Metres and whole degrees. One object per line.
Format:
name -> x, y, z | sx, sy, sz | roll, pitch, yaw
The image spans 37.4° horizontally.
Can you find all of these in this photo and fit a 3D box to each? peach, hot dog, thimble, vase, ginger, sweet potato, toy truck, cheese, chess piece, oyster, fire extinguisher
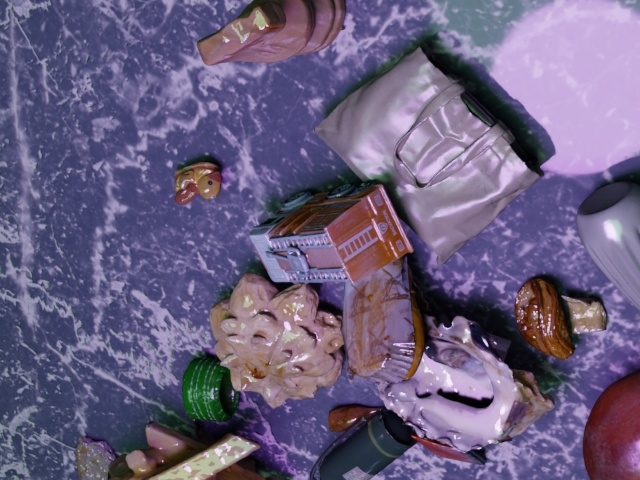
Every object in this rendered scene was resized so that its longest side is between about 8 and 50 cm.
peach -> 0.544, 0.334, 1.511 | 0.252, 0.252, 0.252 | 10, 116, 20
hot dog -> 0.103, 0.127, 1.614 | 0.162, 0.270, 0.082 | -29, 137, 33
thimble -> -0.221, 0.305, 1.915 | 0.090, 0.118, 0.130 | 1, 138, 20
vase -> 0.498, 0.032, 1.461 | 0.128, 0.128, 0.248 | -26, 108, 32
ginger -> -0.250, 0.439, 1.892 | 0.413, 0.358, 0.211 | 11, 105, 50
sweet potato -> 0.069, 0.341, 1.844 | 0.117, 0.049, 0.049 | -18, 104, 19
toy truck -> 0.000, 0.000, 1.590 | 0.305, 0.162, 0.136 | -4, 116, 58
hot dog -> 0.376, 0.136, 1.586 | 0.099, 0.065, 0.147 | 23, 137, 67
cheese -> 0.436, 0.113, 1.568 | 0.060, 0.041, 0.084 | -7, 129, 34
chess piece -> -0.075, -0.329, 1.447 | 0.137, 0.301, 0.137 | 10, 115, 23
oyster -> 0.229, 0.225, 1.621 | 0.351, 0.115, 0.238 | 20, 111, 24
fire extinguisher -> 0.068, 0.431, 1.854 | 0.118, 0.093, 0.294 | 29, 127, -20

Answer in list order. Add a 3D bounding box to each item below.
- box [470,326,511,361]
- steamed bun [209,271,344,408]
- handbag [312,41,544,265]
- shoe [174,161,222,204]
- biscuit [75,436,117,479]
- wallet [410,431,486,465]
box -> 0.274, 0.234, 1.698 | 0.100, 0.048, 0.152 | 20, 122, 18
steamed bun -> -0.087, 0.198, 1.768 | 0.295, 0.137, 0.292 | -1, 124, 27
handbag -> 0.175, -0.145, 1.532 | 0.316, 0.109, 0.253 | 48, 122, 2
shoe -> -0.226, -0.103, 1.758 | 0.109, 0.072, 0.069 | 1, 74, 19
biscuit -> -0.484, 0.580, 2.206 | 0.141, 0.038, 0.290 | -36, 93, 33
wallet -> 0.235, 0.380, 1.717 | 0.103, 0.196, 0.020 | 8, 74, 23
